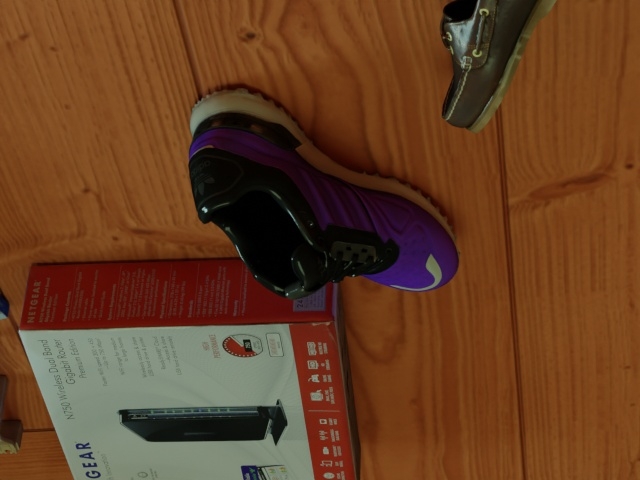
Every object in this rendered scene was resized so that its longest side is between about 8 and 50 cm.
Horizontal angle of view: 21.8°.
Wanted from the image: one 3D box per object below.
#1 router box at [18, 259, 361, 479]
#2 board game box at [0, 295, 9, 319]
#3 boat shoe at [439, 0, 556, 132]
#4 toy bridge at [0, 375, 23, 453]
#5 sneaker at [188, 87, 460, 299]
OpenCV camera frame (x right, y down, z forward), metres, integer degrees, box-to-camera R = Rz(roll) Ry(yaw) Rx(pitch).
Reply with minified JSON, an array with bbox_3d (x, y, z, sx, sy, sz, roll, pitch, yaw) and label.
[{"bbox_3d":[-0.119,0.154,1.688,0.301,0.082,0.335,-2,140,5],"label":"router box"},{"bbox_3d":[-0.368,0.056,1.631,0.090,0.020,0.090,-18,137,22],"label":"board game box"},{"bbox_3d":[0.130,-0.172,1.296,0.073,0.073,0.207,14,132,-11],"label":"boat shoe"},{"bbox_3d":[-0.342,0.170,1.732,0.026,0.063,0.188,0,141,3],"label":"toy bridge"},{"bbox_3d":[-0.001,0.000,1.447,0.293,0.146,0.102,30,133,-28],"label":"sneaker"}]
